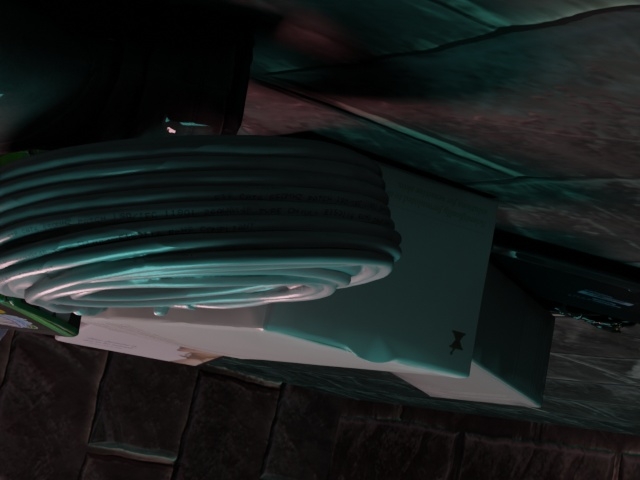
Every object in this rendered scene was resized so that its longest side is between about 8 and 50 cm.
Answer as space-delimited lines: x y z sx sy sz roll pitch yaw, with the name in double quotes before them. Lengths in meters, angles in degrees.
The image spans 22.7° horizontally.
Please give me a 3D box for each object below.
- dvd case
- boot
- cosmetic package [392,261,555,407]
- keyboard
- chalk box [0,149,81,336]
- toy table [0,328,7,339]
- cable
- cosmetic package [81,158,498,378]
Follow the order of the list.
"dvd case" -0.141 0.087 1.648 0.180 0.022 0.253 14 159 -30
"boot" -0.186 -0.085 1.038 0.223 0.118 0.338 8 180 -24
"cosmetic package" 0.125 0.084 1.493 0.127 0.107 0.238 5 163 25
"keyboard" 0.254 0.047 1.516 0.317 0.033 0.201 16 166 -17
"chalk box" -0.273 -0.030 1.238 0.289 0.179 0.180 5 170 8
"toy table" -0.365 0.002 1.453 0.161 0.252 0.274 16 -154 12
"cable" -0.078 -0.008 0.981 0.257 0.089 0.257 -5 173 18
"cosmetic package" -0.042 0.022 1.348 0.197 0.155 0.366 17 169 -32
